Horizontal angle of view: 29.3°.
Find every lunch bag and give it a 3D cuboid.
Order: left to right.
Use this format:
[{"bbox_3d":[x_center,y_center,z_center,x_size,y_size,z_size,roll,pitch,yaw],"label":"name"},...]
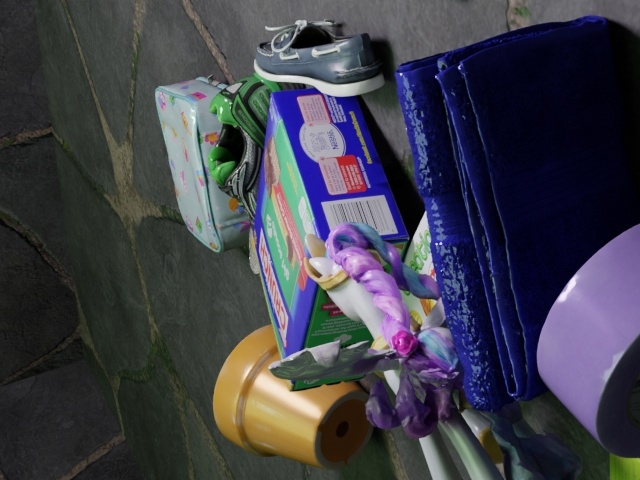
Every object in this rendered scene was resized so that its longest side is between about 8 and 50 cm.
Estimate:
[{"bbox_3d":[-0.183,-0.135,2.027,0.224,0.108,0.279,-147,44,-62],"label":"lunch bag"}]

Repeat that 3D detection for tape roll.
[{"bbox_3d":[0.272,0.078,0.977,0.080,0.189,0.189,49,149,44],"label":"tape roll"}]

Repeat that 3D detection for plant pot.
[{"bbox_3d":[-0.026,0.253,1.853,0.188,0.205,0.205,24,130,43],"label":"plant pot"}]

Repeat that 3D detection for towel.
[{"bbox_3d":[0.193,-0.027,1.043,0.076,0.228,0.308,7,113,59],"label":"towel"}]

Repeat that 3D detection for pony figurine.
[{"bbox_3d":[0.106,0.121,1.214,0.363,0.303,0.351,57,167,3],"label":"pony figurine"}]

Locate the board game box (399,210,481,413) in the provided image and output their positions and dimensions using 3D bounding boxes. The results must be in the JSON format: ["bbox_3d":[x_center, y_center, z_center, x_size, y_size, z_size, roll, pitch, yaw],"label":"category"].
[{"bbox_3d":[0.172,0.057,1.387,0.193,0.053,0.305,63,157,25],"label":"board game box"}]

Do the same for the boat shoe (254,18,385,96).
[{"bbox_3d":[-0.011,-0.238,1.549,0.254,0.095,0.079,29,134,58],"label":"boat shoe"}]

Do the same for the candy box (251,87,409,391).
[{"bbox_3d":[0.000,0.000,1.611,0.317,0.122,0.268,100,158,-51],"label":"candy box"}]

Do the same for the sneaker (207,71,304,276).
[{"bbox_3d":[-0.100,-0.091,1.810,0.134,0.146,0.343,44,146,50],"label":"sneaker"}]

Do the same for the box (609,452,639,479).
[{"bbox_3d":[0.343,0.264,1.148,0.178,0.042,0.109,36,139,56],"label":"box"}]
